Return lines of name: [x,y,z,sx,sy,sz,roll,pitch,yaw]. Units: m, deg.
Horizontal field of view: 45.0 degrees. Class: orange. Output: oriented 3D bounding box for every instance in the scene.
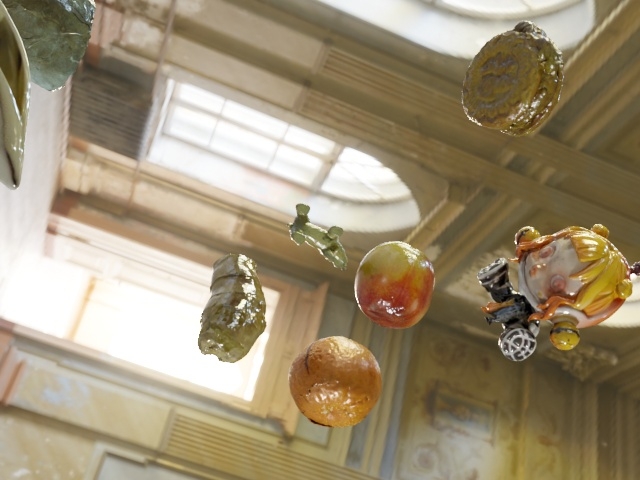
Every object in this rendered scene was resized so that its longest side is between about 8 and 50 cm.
orange: [0.031,0.282,1.565,0.161,0.193,0.193,-91,-157,-48]

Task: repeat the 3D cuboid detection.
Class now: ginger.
ginger: [-0.161,0.127,1.454,0.116,0.109,0.263,-26,-149,15]

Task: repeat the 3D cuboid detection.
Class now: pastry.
pastry: [0.424,-0.346,1.674,0.235,0.132,0.240,-57,-141,25]

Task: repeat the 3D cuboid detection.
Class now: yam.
yam: [-0.516,-0.396,1.258,0.201,0.271,0.202,-57,-133,11]

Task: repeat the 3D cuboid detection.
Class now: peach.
peach: [0.196,0.119,2.029,0.231,0.231,0.231,-159,-90,-80]

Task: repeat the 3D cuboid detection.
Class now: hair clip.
hair clip: [-0.409,-0.196,0.828,0.113,0.172,0.282,-61,144,-63]

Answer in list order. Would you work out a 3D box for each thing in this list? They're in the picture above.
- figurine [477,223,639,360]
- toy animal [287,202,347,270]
figurine: [0.512,0.098,1.647,0.323,0.196,0.320,-32,-136,27]
toy animal: [0.000,0.000,2.043,0.103,0.218,0.101,-61,-170,-15]
